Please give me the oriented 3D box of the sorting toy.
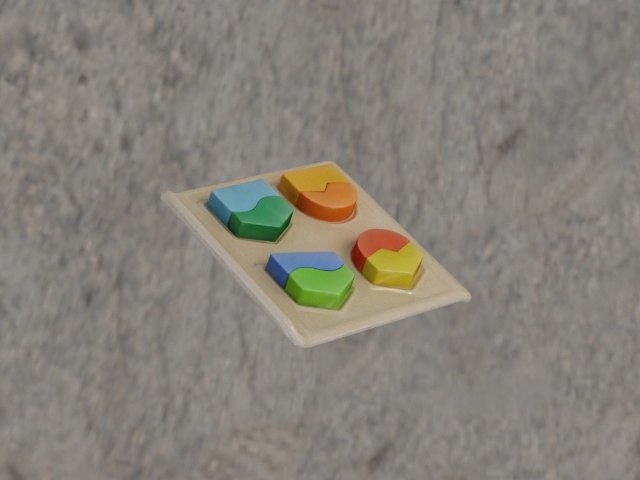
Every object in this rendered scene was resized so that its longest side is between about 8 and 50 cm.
[{"bbox_3d":[0.000,0.000,1.319,0.208,0.193,0.038,-10,134,-42],"label":"sorting toy"}]
